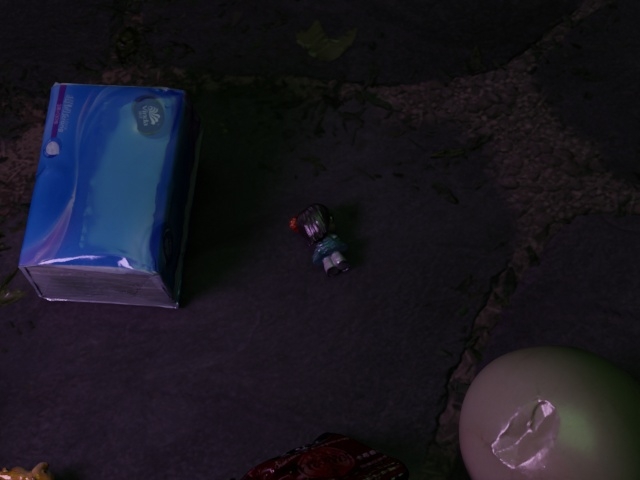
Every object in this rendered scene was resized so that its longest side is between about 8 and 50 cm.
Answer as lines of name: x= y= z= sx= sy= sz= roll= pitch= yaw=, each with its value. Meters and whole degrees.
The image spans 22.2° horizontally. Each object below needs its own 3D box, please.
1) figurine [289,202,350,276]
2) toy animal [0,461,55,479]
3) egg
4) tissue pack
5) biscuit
figurine: x=0.000 y=0.000 z=2.157 sx=0.060 sy=0.047 sz=0.106 roll=-40 pitch=58 yaw=22
toy animal: x=-0.355 y=0.302 z=1.959 sx=0.083 sy=0.060 sz=0.081 roll=13 pitch=79 yaw=13
egg: x=0.275 y=0.232 z=1.830 sx=0.269 sy=0.219 sz=0.219 roll=35 pitch=64 yaw=30
tissue pack: x=-0.272 y=-0.060 z=2.139 sx=0.198 sy=0.146 sz=0.263 roll=3 pitch=67 yaw=10
biscuit: x=-0.011 y=0.268 z=1.860 sx=0.151 sy=0.235 sz=0.063 roll=-18 pitch=94 yaw=-20
